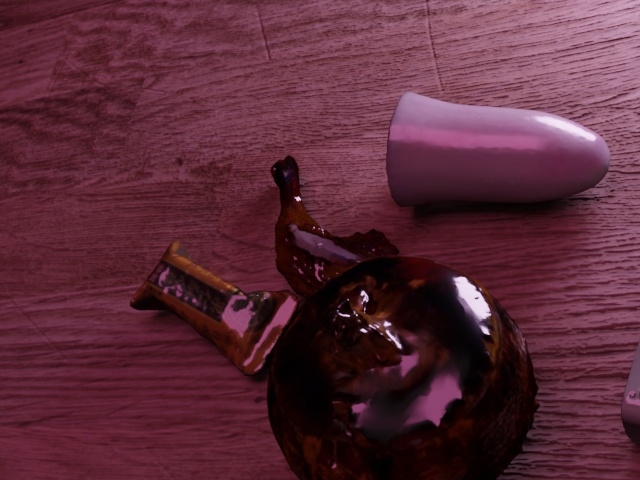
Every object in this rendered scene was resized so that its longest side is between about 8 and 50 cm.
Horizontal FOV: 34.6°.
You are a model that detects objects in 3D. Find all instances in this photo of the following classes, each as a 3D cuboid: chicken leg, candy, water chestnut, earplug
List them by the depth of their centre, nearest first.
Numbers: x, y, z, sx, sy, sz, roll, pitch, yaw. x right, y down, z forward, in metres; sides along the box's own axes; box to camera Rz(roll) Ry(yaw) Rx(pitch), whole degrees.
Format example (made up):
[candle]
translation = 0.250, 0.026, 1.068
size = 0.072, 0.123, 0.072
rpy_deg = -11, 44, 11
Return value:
[water chestnut]
translation = 0.087, 0.166, 1.246
size = 0.350, 0.302, 0.351
rpy_deg = -15, 46, 16
[earplug]
translation = 0.264, -0.123, 1.484
size = 0.301, 0.172, 0.172
rpy_deg = 5, 58, 22
[chicken leg]
translation = 0.000, 0.000, 1.559
size = 0.158, 0.096, 0.407
rpy_deg = -36, 45, -7
[candy]
translation = -0.159, 0.096, 1.565
size = 0.271, 0.101, 0.143
rpy_deg = 25, 76, 32

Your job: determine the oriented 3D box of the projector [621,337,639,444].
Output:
[projector]
translation = 0.483, 0.131, 1.200
size = 0.198, 0.108, 0.250
rpy_deg = 10, 61, 31
